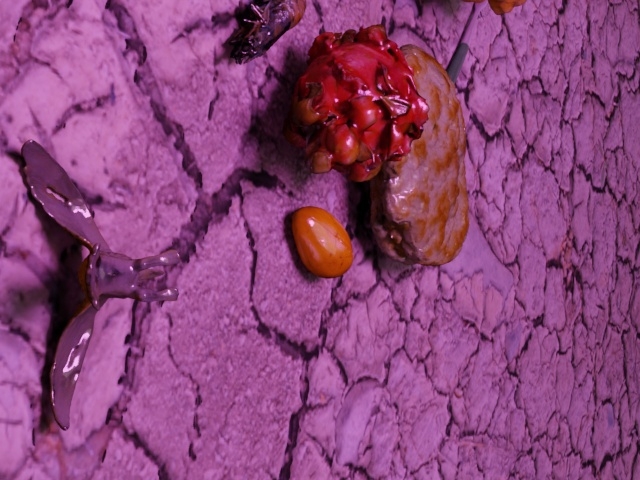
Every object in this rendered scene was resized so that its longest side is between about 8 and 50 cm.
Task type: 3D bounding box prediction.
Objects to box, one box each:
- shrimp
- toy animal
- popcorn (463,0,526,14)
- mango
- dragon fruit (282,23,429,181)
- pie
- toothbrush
[{"bbox_3d":[-0.061,-0.225,1.116,0.091,0.034,0.161,56,38,-23],"label":"shrimp"},{"bbox_3d":[-0.153,0.034,0.910,0.155,0.095,0.219,-1,91,-52],"label":"toy animal"},{"bbox_3d":[0.192,-0.380,1.358,0.250,0.190,0.250,-12,105,-52],"label":"popcorn"},{"bbox_3d":[0.000,0.000,1.182,0.089,0.046,0.060,51,49,-37],"label":"mango"},{"bbox_3d":[0.028,-0.123,1.129,0.208,0.150,0.133,-63,146,-53],"label":"dragon fruit"},{"bbox_3d":[0.100,-0.093,1.293,0.201,0.090,0.248,-6,96,-60],"label":"pie"},{"bbox_3d":[0.175,-0.232,1.478,0.257,0.018,0.024,-64,144,-36],"label":"toothbrush"}]
